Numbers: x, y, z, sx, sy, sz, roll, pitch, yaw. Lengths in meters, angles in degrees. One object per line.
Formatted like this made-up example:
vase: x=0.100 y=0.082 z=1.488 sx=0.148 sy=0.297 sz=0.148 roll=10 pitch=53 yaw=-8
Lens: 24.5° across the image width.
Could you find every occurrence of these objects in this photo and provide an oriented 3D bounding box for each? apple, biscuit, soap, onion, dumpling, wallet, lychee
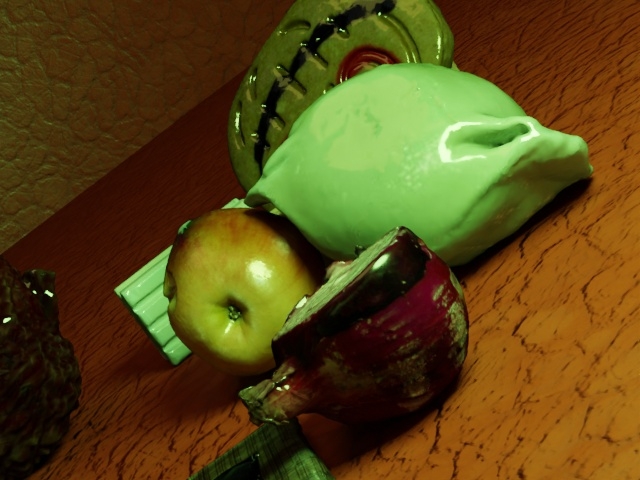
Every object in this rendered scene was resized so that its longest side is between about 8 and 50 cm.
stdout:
apple: x=-0.082 y=0.058 z=1.585 sx=0.199 sy=0.199 sz=0.199 roll=-33 pitch=14 yaw=9
biscuit: x=0.026 y=-0.182 z=1.966 sx=0.063 sy=0.314 sz=0.367 roll=13 pitch=-60 yaw=-53
soap: x=-0.145 y=0.050 z=1.855 sx=0.198 sy=0.119 sz=0.066 roll=-37 pitch=14 yaw=-11
onion: x=0.027 y=0.099 z=1.254 sx=0.218 sy=0.140 sz=0.195 roll=-43 pitch=12 yaw=-31
dumpling: x=0.108 y=-0.084 z=1.519 sx=0.320 sy=0.212 sz=0.270 roll=30 pitch=46 yaw=29
wallet: x=-0.052 y=0.214 z=1.255 sx=0.124 sy=0.042 sz=0.230 roll=-33 pitch=15 yaw=-5
lychee: x=-0.444 y=0.157 z=1.800 sx=0.330 sy=0.306 sz=0.306 roll=-40 pitch=14 yaw=-3

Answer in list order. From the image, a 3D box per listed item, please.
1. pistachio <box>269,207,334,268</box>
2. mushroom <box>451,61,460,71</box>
pistachio: x=0.000 y=0.000 z=1.721 sx=0.200 sy=0.117 sz=0.145 roll=-36 pitch=-26 yaw=27
mushroom: x=0.071 y=-0.184 z=2.033 sx=0.236 sy=0.173 sz=0.162 roll=-21 pitch=22 yaw=44
